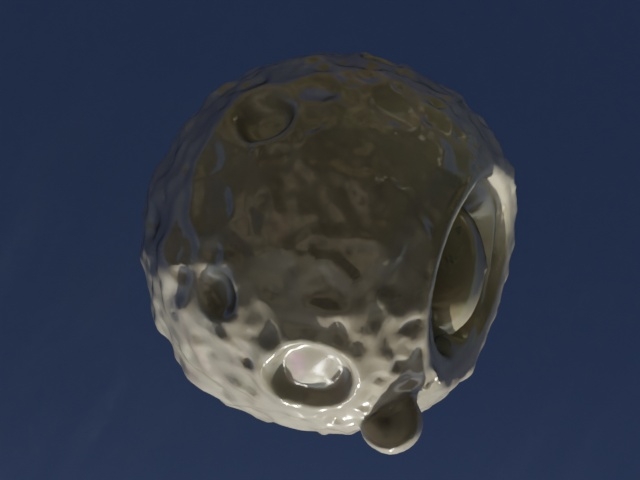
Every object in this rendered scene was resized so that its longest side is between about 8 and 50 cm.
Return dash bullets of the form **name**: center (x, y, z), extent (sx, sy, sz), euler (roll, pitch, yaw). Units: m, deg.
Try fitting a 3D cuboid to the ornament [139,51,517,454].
- **ornament**: center (0.000, 0.000, 0.915), extent (0.337, 0.337, 0.337), euler (0, -89, -2)
